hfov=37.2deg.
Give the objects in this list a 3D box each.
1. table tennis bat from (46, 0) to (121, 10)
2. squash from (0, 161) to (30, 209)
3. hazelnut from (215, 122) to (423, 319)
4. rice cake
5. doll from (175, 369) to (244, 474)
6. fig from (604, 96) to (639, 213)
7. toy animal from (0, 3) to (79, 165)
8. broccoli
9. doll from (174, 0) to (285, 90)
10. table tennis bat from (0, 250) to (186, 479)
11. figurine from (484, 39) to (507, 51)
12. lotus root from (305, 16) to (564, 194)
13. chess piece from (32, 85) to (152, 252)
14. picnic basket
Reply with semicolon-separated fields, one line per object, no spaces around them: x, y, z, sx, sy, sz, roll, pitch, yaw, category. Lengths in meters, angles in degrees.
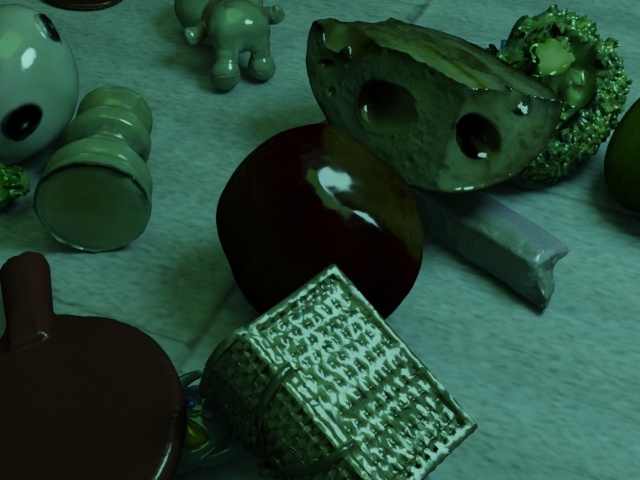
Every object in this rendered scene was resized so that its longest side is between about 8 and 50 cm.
-0.426;-0.432;1.590;0.220;0.019;0.130;18;46;15;table tennis bat
-0.464;-0.056;1.148;0.219;0.068;0.077;-11;28;-12;squash
0.000;0.000;1.011;0.229;0.230;0.229;1;43;0;hazelnut
0.140;-0.056;1.162;0.070;0.064;0.399;-25;49;-35;rice cake
-0.141;0.189;0.896;0.194;0.062;0.104;-37;28;-22;doll
0.445;-0.110;1.153;0.181;0.191;0.181;9;8;-1;fig
-0.438;-0.208;1.226;0.266;0.213;0.213;14;44;8;toy animal
0.286;-0.182;1.220;0.198;0.176;0.226;32;47;29;broccoli
-0.140;-0.342;1.429;0.154;0.113;0.275;-13;46;-10;doll
-0.271;0.152;0.914;0.268;0.051;0.415;-23;41;-5;table tennis bat
0.262;-0.243;1.352;0.114;0.114;0.079;39;11;34;figurine
0.125;-0.162;1.139;0.210;0.142;0.314;-4;30;-30;lotus root
-0.265;-0.111;1.177;0.133;0.133;0.243;-1;39;-2;chess piece
0.005;0.155;0.843;0.154;0.134;0.196;-35;76;-29;picnic basket
